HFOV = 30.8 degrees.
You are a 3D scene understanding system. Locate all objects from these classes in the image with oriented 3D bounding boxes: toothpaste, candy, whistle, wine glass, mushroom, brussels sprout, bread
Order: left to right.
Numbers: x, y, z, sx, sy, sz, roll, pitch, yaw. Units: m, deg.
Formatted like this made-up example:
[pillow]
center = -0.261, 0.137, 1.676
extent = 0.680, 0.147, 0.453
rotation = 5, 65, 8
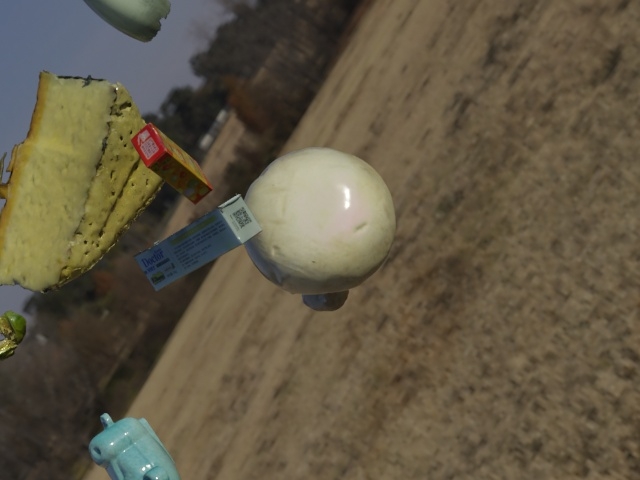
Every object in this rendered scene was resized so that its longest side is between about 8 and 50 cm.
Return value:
[brussels sprout]
center = -0.488, 0.151, 1.802
extent = 0.046, 0.051, 0.083
rotation = 7, 67, 56
[bread]
center = -0.446, -0.105, 1.953
extent = 0.315, 0.248, 0.279
rotation = -49, -43, -38
[wine glass]
center = -0.362, -0.512, 1.916
extent = 0.096, 0.309, 0.264
rotation = 7, 73, 56
[whistle]
center = -0.227, 0.356, 1.629
extent = 0.093, 0.274, 0.186
rotation = -33, -7, -30
[candy]
center = -0.201, -0.103, 1.575
extent = 0.038, 0.122, 0.062
rotation = -40, 54, 6
[toothpaste]
center = -0.123, 0.003, 1.141
extent = 0.164, 0.046, 0.034
rotation = -27, 7, 47
[mushroom]
center = -0.012, -0.007, 2.338
extent = 0.315, 0.315, 0.356
rotation = -88, 7, -77
